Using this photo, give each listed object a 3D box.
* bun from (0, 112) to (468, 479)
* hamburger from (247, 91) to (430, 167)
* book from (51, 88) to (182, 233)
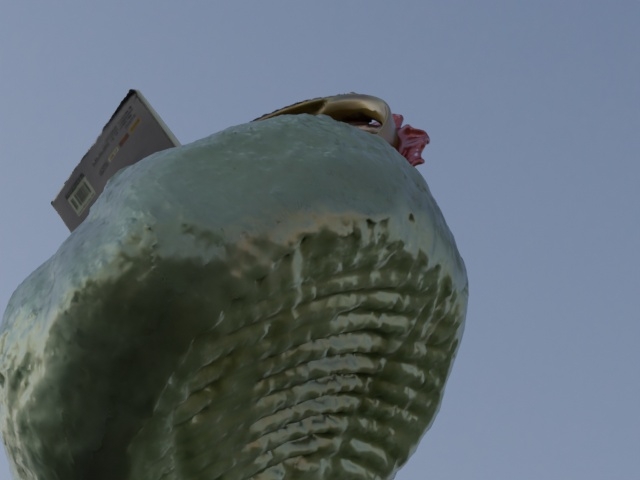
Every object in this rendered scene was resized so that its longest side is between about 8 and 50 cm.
[{"bbox_3d":[-0.040,0.038,0.704,0.118,0.195,0.195,35,-25,33],"label":"bun"},{"bbox_3d":[-0.003,0.001,1.150,0.175,0.175,0.137,-9,-64,29],"label":"hamburger"},{"bbox_3d":[-0.128,-0.010,1.395,0.014,0.181,0.127,4,-49,-51],"label":"book"}]
